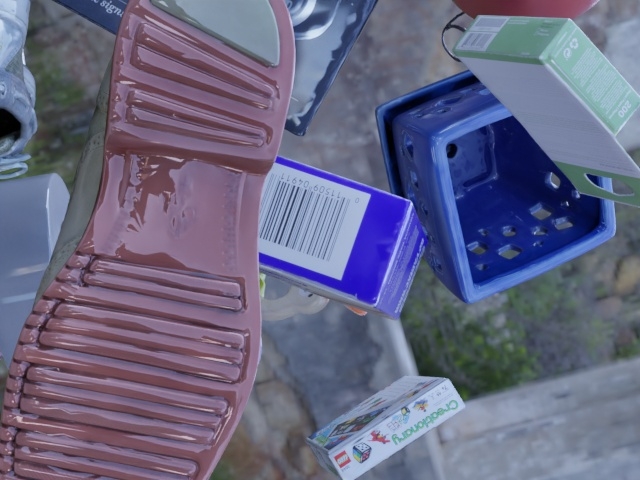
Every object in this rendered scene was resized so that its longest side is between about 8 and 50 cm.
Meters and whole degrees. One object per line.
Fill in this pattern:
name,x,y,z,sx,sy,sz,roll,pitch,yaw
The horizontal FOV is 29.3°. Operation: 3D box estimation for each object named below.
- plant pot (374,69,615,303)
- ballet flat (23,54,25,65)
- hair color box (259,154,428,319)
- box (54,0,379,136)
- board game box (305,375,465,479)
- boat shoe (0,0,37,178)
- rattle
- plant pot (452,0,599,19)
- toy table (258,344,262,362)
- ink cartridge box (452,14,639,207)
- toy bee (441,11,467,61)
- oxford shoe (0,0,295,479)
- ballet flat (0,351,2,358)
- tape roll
plant pot,0.204,-0.092,1.529,0.212,0.236,0.236,38,-34,58
ballet flat,-0.498,-0.257,1.795,0.139,0.139,0.400,65,15,-53
hair color box,0.000,0.000,1.228,0.339,0.185,0.110,29,81,-81
box,-0.090,-0.314,1.101,0.312,0.343,0.179,-61,-175,7
board game box,0.084,0.265,1.760,0.053,0.193,0.305,58,-8,1
boat shoe,-0.285,-0.107,0.986,0.320,0.118,0.103,142,-51,-67
rattle,-0.044,0.034,1.622,0.200,0.130,0.142,18,-36,43
plant pot,0.244,-0.420,1.483,0.243,0.275,0.275,30,45,-73
toy table,-0.218,0.168,1.515,0.252,0.274,0.161,55,36,0
ink cartridge box,0.258,-0.129,1.237,0.235,0.056,0.171,41,-7,-25
toy bee,0.249,-0.396,1.631,0.195,0.162,0.298,52,-26,0
oxford shoe,-0.109,0.023,0.785,0.146,0.141,0.397,-174,-78,-76
ballet flat,-0.486,0.154,1.444,0.077,0.222,0.079,-65,-148,34
tape roll,-0.298,0.041,1.304,0.219,0.072,0.219,171,-90,-87
